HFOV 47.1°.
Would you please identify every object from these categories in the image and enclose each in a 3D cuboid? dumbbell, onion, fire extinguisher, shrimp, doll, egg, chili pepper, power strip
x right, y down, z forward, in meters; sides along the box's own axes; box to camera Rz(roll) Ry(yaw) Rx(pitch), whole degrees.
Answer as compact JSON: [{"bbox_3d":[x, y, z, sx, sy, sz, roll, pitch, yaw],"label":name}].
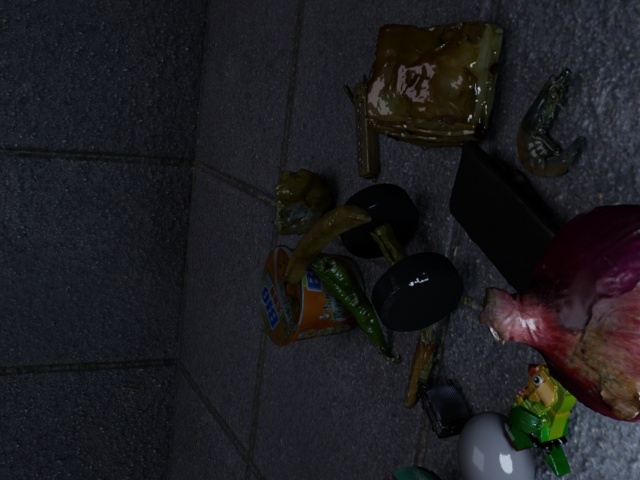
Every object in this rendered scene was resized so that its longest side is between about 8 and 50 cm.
[{"bbox_3d":[0.180,0.036,1.732,0.204,0.203,0.322,-66,35,37],"label":"dumbbell"},{"bbox_3d":[0.412,0.104,1.094,0.348,0.385,0.348,180,90,-79],"label":"onion"},{"bbox_3d":[0.409,-0.094,1.479,0.049,0.035,0.173,81,169,-51],"label":"fire extinguisher"},{"bbox_3d":[0.445,-0.215,1.399,0.150,0.051,0.217,-122,34,-41],"label":"shrimp"},{"bbox_3d":[0.418,0.320,1.366,0.134,0.106,0.186,27,113,54],"label":"doll"},{"bbox_3d":[0.348,0.439,1.455,0.146,0.146,0.199,-33,67,58],"label":"egg"},{"bbox_3d":[0.101,0.175,1.853,0.085,0.359,0.076,-9,39,42],"label":"chili pepper"},{"bbox_3d":[0.125,-0.311,2.022,0.064,0.044,0.305,-14,77,63],"label":"power strip"},{"bbox_3d":[0.236,0.296,1.736,0.115,0.051,0.217,0,-76,-77],"label":"shrimp"}]

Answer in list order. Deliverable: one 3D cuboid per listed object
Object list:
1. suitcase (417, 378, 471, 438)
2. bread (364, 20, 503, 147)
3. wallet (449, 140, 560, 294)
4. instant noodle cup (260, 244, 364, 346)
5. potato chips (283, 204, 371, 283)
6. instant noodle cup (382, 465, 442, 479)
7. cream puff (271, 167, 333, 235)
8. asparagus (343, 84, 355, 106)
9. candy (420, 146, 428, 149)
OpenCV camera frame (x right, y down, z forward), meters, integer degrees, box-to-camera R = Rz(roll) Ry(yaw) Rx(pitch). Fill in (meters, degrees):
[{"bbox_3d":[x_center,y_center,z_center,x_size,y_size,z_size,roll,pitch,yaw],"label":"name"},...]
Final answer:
[{"bbox_3d":[0.282,0.380,1.655,0.059,0.086,0.126,98,156,-48],"label":"suitcase"},{"bbox_3d":[0.226,-0.348,1.630,0.324,0.167,0.278,15,103,45],"label":"bread"},{"bbox_3d":[0.377,-0.028,1.488,0.377,0.051,0.197,-121,27,-45],"label":"wallet"},{"bbox_3d":[-0.022,0.156,2.108,0.296,0.214,0.296,-4,85,62],"label":"instant noodle cup"},{"bbox_3d":[0.000,0.000,1.796,0.407,0.057,0.080,-43,45,53],"label":"potato chips"},{"bbox_3d":[0.225,0.632,1.613,0.190,0.251,0.251,-132,49,-66],"label":"instant noodle cup"},{"bbox_3d":[-0.055,-0.131,2.250,0.221,0.194,0.195,100,154,-43],"label":"cream puff"},{"bbox_3d":[0.090,-0.412,2.121,0.015,0.018,0.127,-44,46,21],"label":"asparagus"},{"bbox_3d":[0.227,-0.353,1.800,0.145,0.070,0.275,-60,41,32],"label":"candy"}]
